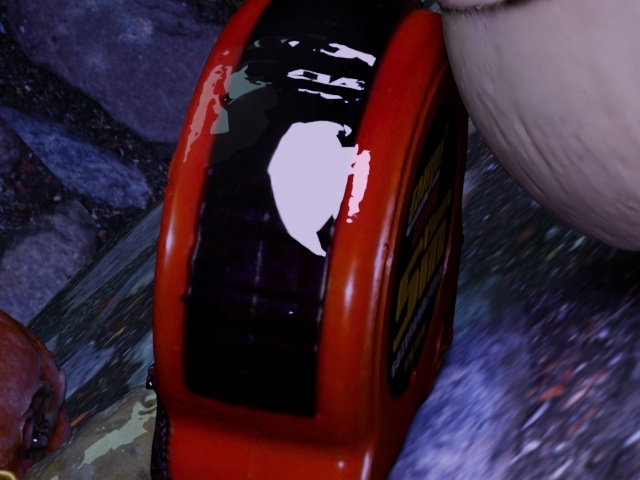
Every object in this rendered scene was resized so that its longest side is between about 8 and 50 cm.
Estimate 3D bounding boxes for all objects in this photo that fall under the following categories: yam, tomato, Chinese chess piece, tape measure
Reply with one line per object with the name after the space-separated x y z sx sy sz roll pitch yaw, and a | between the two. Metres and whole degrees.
-0.112 0.154 1.048 0.194 0.107 0.107 -40 8 10 | yam
-0.299 0.160 1.494 0.188 0.232 0.232 2 22 13 | tomato
0.210 -0.138 0.827 0.338 0.140 0.338 -34 14 9 | Chinese chess piece
0.000 0.000 0.934 0.253 0.114 0.260 -59 -25 -60 | tape measure

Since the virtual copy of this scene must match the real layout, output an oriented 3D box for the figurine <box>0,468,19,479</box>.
-0.276 0.243 1.247 0.263 0.142 0.189 -46 -14 -30 | figurine
